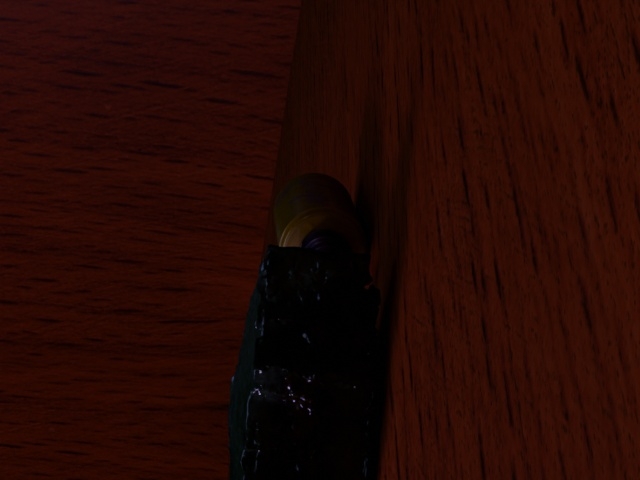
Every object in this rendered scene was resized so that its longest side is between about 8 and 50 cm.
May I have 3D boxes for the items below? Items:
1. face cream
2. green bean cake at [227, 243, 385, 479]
[{"bbox_3d":[0.000,0.000,1.666,0.273,0.078,0.078,-103,20,-78],"label":"face cream"},{"bbox_3d":[-0.010,0.133,1.419,0.208,0.107,0.193,-89,10,-46],"label":"green bean cake"}]
